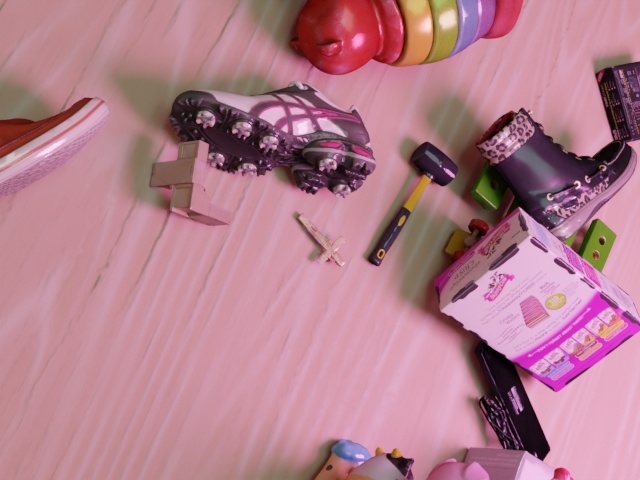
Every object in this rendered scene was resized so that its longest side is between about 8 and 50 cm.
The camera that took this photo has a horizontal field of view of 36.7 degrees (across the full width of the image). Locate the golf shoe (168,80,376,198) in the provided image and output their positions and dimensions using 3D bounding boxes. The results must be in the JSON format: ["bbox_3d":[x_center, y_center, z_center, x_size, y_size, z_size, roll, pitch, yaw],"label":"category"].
[{"bbox_3d":[-0.059,-0.141,1.189,0.273,0.105,0.120,17,56,-29],"label":"golf shoe"}]

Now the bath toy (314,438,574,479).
[{"bbox_3d":[0.143,0.297,1.067,0.151,0.348,0.129,32,66,-36],"label":"bath toy"}]

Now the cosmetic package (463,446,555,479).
[{"bbox_3d":[0.298,0.366,1.265,0.238,0.127,0.107,36,67,-20],"label":"cosmetic package"}]

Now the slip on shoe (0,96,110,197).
[{"bbox_3d":[-0.369,-0.085,0.991,0.331,0.123,0.101,-28,91,-24],"label":"slip on shoe"}]

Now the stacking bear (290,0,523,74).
[{"bbox_3d":[0.103,-0.303,1.261,0.289,0.175,0.164,-22,120,-20],"label":"stacking bear"}]

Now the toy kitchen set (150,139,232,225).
[{"bbox_3d":[-0.151,-0.066,1.148,0.075,0.068,0.083,23,69,-52],"label":"toy kitchen set"}]

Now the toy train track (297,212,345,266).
[{"bbox_3d":[0.000,0.000,1.231,0.048,0.014,0.083,-43,97,-20],"label":"toy train track"}]

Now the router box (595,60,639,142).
[{"bbox_3d":[0.492,-0.218,1.519,0.092,0.038,0.122,-14,89,-29],"label":"router box"}]

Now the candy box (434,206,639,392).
[{"bbox_3d":[0.289,0.083,1.279,0.233,0.159,0.071,35,27,-25],"label":"candy box"}]

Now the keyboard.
[{"bbox_3d":[0.250,0.227,1.324,0.100,0.038,0.192,-27,93,-53],"label":"keyboard"}]

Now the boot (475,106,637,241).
[{"bbox_3d":[0.331,-0.120,1.340,0.236,0.085,0.178,-42,99,-31],"label":"boot"}]

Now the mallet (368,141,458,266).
[{"bbox_3d":[0.112,-0.052,1.290,0.062,0.039,0.189,46,68,-14],"label":"mallet"}]

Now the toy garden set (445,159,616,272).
[{"bbox_3d":[0.292,0.003,1.370,0.244,0.049,0.204,39,64,-18],"label":"toy garden set"}]
